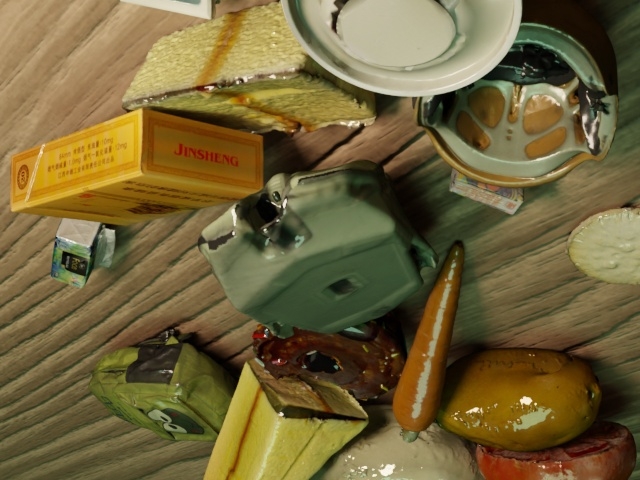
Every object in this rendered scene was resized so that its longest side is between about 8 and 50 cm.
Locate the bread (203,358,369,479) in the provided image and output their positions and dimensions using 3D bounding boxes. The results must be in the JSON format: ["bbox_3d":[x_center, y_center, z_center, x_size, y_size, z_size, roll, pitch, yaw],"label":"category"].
[{"bbox_3d":[-0.063,0.335,1.549,0.163,0.168,0.264,11,110,-30],"label":"bread"}]

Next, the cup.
[{"bbox_3d":[0.062,-0.268,0.783,0.185,0.226,0.241,-21,130,39],"label":"cup"}]

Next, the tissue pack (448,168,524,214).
[{"bbox_3d":[0.193,-0.071,1.130,0.083,0.063,0.035,21,140,-7],"label":"tissue pack"}]

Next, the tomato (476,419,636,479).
[{"bbox_3d":[0.357,0.342,1.483,0.236,0.095,0.237,-8,-178,0],"label":"tomato"}]

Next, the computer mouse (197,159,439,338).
[{"bbox_3d":[-0.002,-0.004,1.163,0.228,0.146,0.429,-25,159,10],"label":"computer mouse"}]

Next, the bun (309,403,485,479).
[{"bbox_3d":[0.129,0.405,1.655,0.359,0.211,0.360,8,137,7],"label":"bun"}]

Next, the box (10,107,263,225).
[{"bbox_3d":[-0.221,-0.078,1.152,0.274,0.076,0.174,-9,167,44],"label":"box"}]

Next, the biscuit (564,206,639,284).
[{"bbox_3d":[0.380,0.010,1.210,0.152,0.020,0.152,10,143,7],"label":"biscuit"}]

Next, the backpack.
[{"bbox_3d":[-0.257,0.244,1.635,0.253,0.140,0.207,-4,140,33],"label":"backpack"}]

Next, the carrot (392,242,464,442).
[{"bbox_3d":[0.151,0.147,1.359,0.069,0.069,0.336,11,117,4],"label":"carrot"}]

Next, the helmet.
[{"bbox_3d":[0.197,-0.160,0.960,0.198,0.130,0.224,14,154,7],"label":"helmet"}]

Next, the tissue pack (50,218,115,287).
[{"bbox_3d":[-0.330,0.004,1.383,0.079,0.085,0.111,18,142,-7],"label":"tissue pack"}]

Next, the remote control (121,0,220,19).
[{"bbox_3d":[-0.146,-0.331,0.909,0.102,0.056,0.277,12,143,4],"label":"remote control"}]

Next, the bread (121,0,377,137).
[{"bbox_3d":[-0.064,-0.143,1.056,0.240,0.135,0.178,-6,137,29],"label":"bread"}]

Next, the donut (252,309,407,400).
[{"bbox_3d":[0.016,0.140,1.438,0.230,0.096,0.216,8,142,8],"label":"donut"}]

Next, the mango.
[{"bbox_3d":[0.280,0.231,1.423,0.248,0.151,0.156,-2,174,16],"label":"mango"}]
